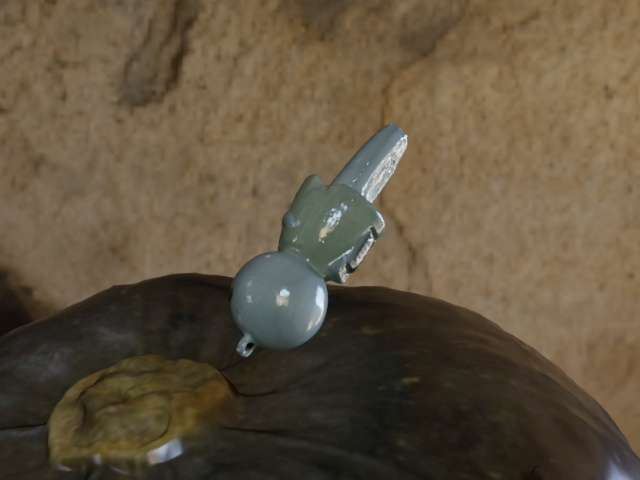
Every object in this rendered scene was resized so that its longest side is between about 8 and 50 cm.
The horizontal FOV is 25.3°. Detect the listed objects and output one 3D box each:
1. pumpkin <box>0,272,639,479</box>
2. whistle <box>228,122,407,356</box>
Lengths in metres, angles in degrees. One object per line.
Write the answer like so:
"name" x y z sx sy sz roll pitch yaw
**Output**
"pumpkin" -0.041 0.212 0.692 0.454 0.344 0.454 -11 23 5
"whistle" 0.000 0.000 0.501 0.035 0.100 0.035 32 -17 11
